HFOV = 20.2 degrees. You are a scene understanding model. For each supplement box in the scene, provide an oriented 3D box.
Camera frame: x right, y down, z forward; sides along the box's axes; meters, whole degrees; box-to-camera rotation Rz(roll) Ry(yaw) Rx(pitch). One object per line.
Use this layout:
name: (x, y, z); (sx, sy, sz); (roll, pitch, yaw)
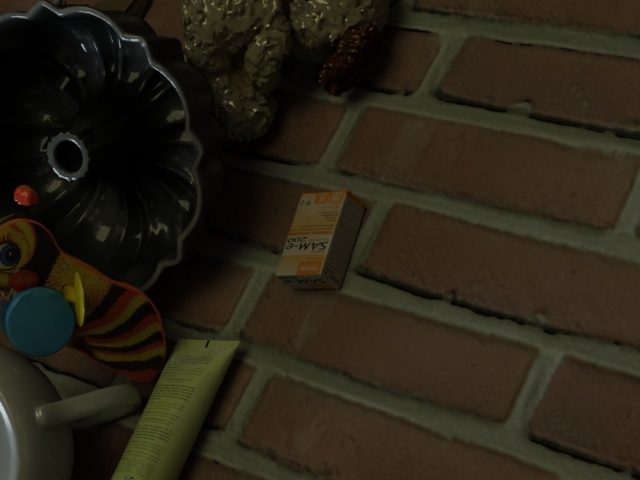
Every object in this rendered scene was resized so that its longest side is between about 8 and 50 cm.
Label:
supplement box: (0.000, 0.000, 1.821); (0.062, 0.036, 0.098); (-3, 59, 39)

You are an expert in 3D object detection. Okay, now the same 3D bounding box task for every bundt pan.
bundt pan: (-0.239, -0.105, 1.935); (0.330, 0.331, 0.124); (-17, 9, 30)

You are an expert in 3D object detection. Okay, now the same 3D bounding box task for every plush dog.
plush dog: (-0.035, -0.261, 1.950); (0.225, 0.211, 0.262); (-3, 56, 7)

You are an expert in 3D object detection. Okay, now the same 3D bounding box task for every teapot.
teapot: (-0.347, 0.214, 1.857); (0.256, 0.187, 0.253); (26, 98, 21)

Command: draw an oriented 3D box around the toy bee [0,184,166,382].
toy bee: (-0.281, 0.035, 1.811); (0.195, 0.298, 0.162); (22, 95, 50)

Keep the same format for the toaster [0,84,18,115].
toaster: (-0.430, -0.178, 2.041); (0.185, 0.110, 0.168); (34, 94, 39)

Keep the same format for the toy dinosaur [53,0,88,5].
toy dinosaur: (-0.364, -0.151, 2.139); (0.313, 0.160, 0.121); (-53, 42, -6)

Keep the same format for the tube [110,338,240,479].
tube: (-0.157, 0.201, 1.796); (0.070, 0.062, 0.240); (20, 64, 6)

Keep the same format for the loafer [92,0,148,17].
loafer: (-0.270, -0.271, 2.229); (0.148, 0.050, 0.056); (-53, 43, -4)
